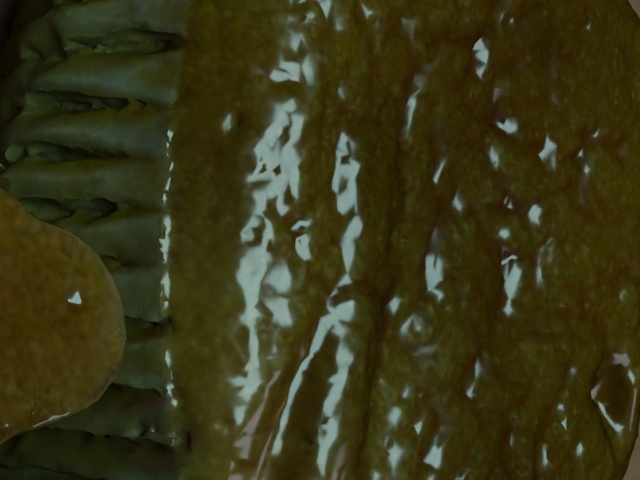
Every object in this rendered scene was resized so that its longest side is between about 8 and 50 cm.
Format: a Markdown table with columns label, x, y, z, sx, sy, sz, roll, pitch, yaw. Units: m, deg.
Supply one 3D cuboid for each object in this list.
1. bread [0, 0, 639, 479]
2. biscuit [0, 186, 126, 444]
| label | x | y | z | sx | sy | sz | roll | pitch | yaw |
| --- | --- | --- | --- | --- | --- | --- | --- | --- | --- |
| bread | 0.000 | 0.000 | 0.609 | 0.227 | 0.142 | 0.253 | 21 | 71 | -41 |
| biscuit | -0.143 | 0.088 | 0.401 | 0.295 | 0.044 | 0.186 | -12 | 85 | -49 |
